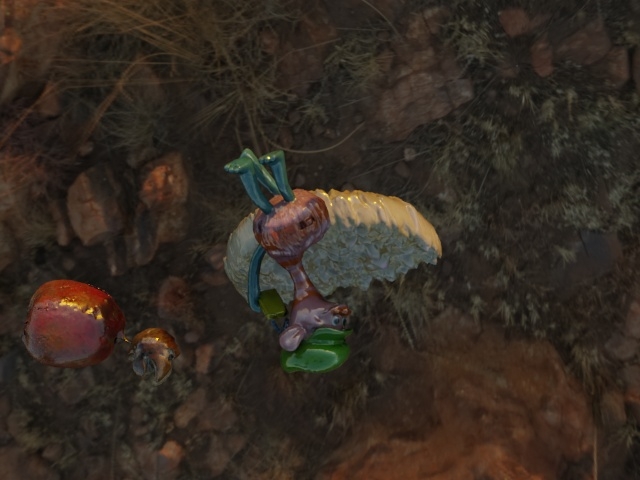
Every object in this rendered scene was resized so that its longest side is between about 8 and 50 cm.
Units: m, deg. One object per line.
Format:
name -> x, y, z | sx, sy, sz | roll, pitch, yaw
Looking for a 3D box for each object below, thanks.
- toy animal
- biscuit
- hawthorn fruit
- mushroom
toy animal -> -0.035, 0.018, 0.643 | 0.103, 0.100, 0.208 | -11, 104, 29
biscuit -> 0.000, 0.000, 0.899 | 0.281, 0.179, 0.084 | -15, 54, 17
hawthorn fruit -> -0.194, 0.066, 0.554 | 0.077, 0.077, 0.077 | 4, 104, 15
mushroom -> -0.216, 0.162, 0.904 | 0.060, 0.061, 0.187 | 30, 151, 2
